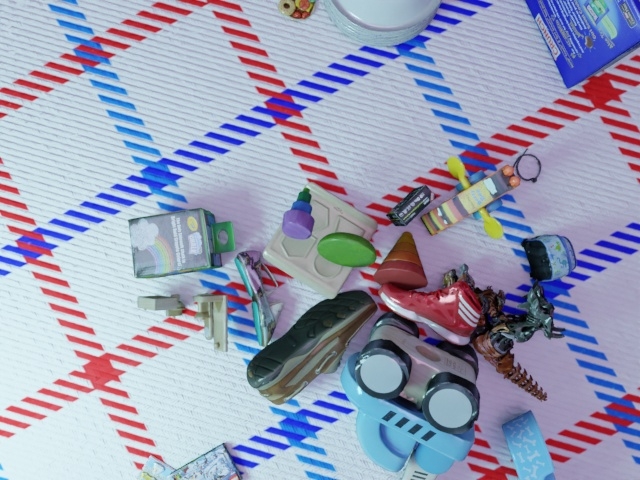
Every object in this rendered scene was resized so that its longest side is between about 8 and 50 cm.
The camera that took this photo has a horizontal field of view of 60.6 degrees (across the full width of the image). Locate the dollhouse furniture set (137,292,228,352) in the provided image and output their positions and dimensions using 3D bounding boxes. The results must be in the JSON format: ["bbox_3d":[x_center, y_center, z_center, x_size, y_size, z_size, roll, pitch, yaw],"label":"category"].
[{"bbox_3d":[-0.303,0.182,1.197,0.151,0.144,0.123,0,88,-36],"label":"dollhouse furniture set"}]

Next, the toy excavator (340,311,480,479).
[{"bbox_3d":[0.210,0.439,1.165,0.433,0.222,0.445,26,108,8],"label":"toy excavator"}]

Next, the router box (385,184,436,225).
[{"bbox_3d":[0.198,-0.075,1.212,0.092,0.122,0.038,-43,92,-1],"label":"router box"}]

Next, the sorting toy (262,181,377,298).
[{"bbox_3d":[0.000,0.000,1.250,0.193,0.038,0.208,32,86,2],"label":"sorting toy"}]

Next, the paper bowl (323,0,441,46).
[{"bbox_3d":[0.144,-0.597,1.223,0.284,0.148,0.284,0,88,-1],"label":"paper bowl"}]

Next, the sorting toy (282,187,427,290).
[{"bbox_3d":[0.087,-0.012,1.185,0.365,0.127,0.126,26,62,-24],"label":"sorting toy"}]

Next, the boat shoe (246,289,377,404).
[{"bbox_3d":[-0.009,0.237,1.215,0.324,0.122,0.120,-35,116,-9],"label":"boat shoe"}]

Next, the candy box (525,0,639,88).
[{"bbox_3d":[0.569,-0.500,1.129,0.122,0.317,0.268,-25,89,-2],"label":"candy box"}]

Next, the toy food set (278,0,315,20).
[{"bbox_3d":[-0.052,-0.558,1.285,0.083,0.020,0.082,25,88,2],"label":"toy food set"}]

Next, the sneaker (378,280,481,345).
[{"bbox_3d":[0.243,0.119,1.180,0.221,0.087,0.128,27,113,12],"label":"sneaker"}]

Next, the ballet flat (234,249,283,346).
[{"bbox_3d":[-0.129,0.126,1.238,0.079,0.077,0.221,-16,87,-20],"label":"ballet flat"}]

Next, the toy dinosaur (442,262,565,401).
[{"bbox_3d":[0.403,0.191,1.207,0.218,0.164,0.322,-33,102,23],"label":"toy dinosaur"}]

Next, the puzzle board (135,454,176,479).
[{"bbox_3d":[-0.359,0.564,1.248,0.128,0.011,0.096,31,88,1],"label":"puzzle board"}]

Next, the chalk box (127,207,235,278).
[{"bbox_3d":[-0.294,0.005,1.211,0.213,0.132,0.132,-8,87,-1],"label":"chalk box"}]

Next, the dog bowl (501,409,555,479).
[{"bbox_3d":[0.467,0.519,1.172,0.074,0.166,0.297,-19,88,11],"label":"dog bowl"}]

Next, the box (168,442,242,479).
[{"bbox_3d":[-0.257,0.533,1.234,0.137,0.027,0.094,-28,87,-6],"label":"box"}]

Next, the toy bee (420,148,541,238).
[{"bbox_3d":[0.357,-0.119,1.195,0.195,0.162,0.298,38,89,4],"label":"toy bee"}]

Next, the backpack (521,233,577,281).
[{"bbox_3d":[0.511,0.035,1.208,0.084,0.114,0.105,-15,87,0],"label":"backpack"}]
